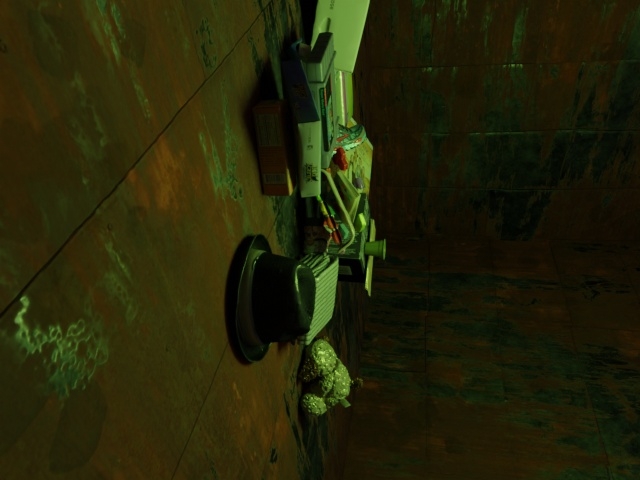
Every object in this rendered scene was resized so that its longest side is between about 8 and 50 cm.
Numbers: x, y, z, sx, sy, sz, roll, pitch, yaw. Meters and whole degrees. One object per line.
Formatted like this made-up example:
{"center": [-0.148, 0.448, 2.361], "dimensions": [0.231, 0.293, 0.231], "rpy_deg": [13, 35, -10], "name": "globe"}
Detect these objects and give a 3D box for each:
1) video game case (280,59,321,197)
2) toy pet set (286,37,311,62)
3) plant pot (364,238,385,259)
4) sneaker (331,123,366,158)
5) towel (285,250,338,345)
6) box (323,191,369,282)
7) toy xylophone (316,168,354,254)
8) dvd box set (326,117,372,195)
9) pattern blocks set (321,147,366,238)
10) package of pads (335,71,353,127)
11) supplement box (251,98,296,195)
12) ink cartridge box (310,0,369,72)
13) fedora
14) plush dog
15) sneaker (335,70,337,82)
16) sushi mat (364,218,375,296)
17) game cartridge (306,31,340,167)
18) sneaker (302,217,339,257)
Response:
{"center": [-0.050, -0.295, 1.293], "dimensions": [0.244, 0.061, 0.270], "rpy_deg": [88, -10, -51], "name": "video game case"}
{"center": [-0.078, -0.538, 1.455], "dimensions": [0.114, 0.065, 0.122], "rpy_deg": [172, -74, -67], "name": "toy pet set"}
{"center": [0.218, 0.033, 1.964], "dimensions": [0.083, 0.079, 0.083], "rpy_deg": [4, 90, -78], "name": "plant pot"}
{"center": [0.074, -0.397, 1.835], "dimensions": [0.261, 0.104, 0.125], "rpy_deg": [-36, 125, -35], "name": "sneaker"}
{"center": [-0.038, 0.179, 1.562], "dimensions": [0.283, 0.121, 0.235], "rpy_deg": [-36, 136, -67], "name": "towel"}
{"center": [0.109, -0.008, 2.068], "dimensions": [0.296, 0.182, 0.294], "rpy_deg": [70, 27, -64], "name": "box"}
{"center": [0.040, -0.110, 1.675], "dimensions": [0.236, 0.081, 0.323], "rpy_deg": [12, 55, -81], "name": "toy xylophone"}
{"center": [0.143, -0.329, 2.252], "dimensions": [0.307, 0.062, 0.421], "rpy_deg": [40, 51, -52], "name": "dvd box set"}
{"center": [0.086, -0.157, 1.801], "dimensions": [0.286, 0.026, 0.325], "rpy_deg": [62, -24, 15], "name": "pattern blocks set"}
{"center": [0.064, -0.598, 1.949], "dimensions": [0.229, 0.101, 0.297], "rpy_deg": [-69, 158, -56], "name": "package of pads"}
{"center": [-0.114, -0.234, 1.245], "dimensions": [0.078, 0.080, 0.234], "rpy_deg": [-69, 160, -59], "name": "supplement box"}
{"center": [0.084, -0.825, 1.708], "dimensions": [0.285, 0.166, 0.395], "rpy_deg": [103, -1, -54], "name": "ink cartridge box"}
{"center": [-0.097, 0.146, 1.207], "dimensions": [0.334, 0.152, 0.334], "rpy_deg": [2, 90, -77], "name": "fedora"}
{"center": [0.018, 0.472, 1.786], "dimensions": [0.225, 0.210, 0.262], "rpy_deg": [62, 23, -19], "name": "plush dog"}
{"center": [0.033, -0.579, 1.793], "dimensions": [0.058, 0.052, 0.135], "rpy_deg": [-17, 143, -44], "name": "sneaker"}
{"center": [0.213, 0.077, 2.101], "dimensions": [0.151, 0.019, 0.317], "rpy_deg": [66, 29, -69], "name": "sushi mat"}
{"center": [0.014, -0.432, 1.540], "dimensions": [0.230, 0.068, 0.355], "rpy_deg": [-82, 170, -45], "name": "game cartridge"}
{"center": [-0.001, 0.000, 1.785], "dimensions": [0.270, 0.090, 0.145], "rpy_deg": [12, 81, -74], "name": "sneaker"}
